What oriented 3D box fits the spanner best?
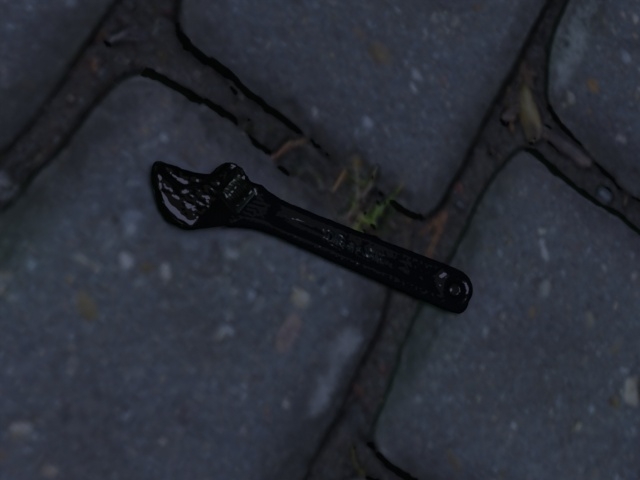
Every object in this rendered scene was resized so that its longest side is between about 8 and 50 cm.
[{"bbox_3d":[0.000,0.000,0.594,0.208,0.012,0.046,22,68,-22],"label":"spanner"}]
